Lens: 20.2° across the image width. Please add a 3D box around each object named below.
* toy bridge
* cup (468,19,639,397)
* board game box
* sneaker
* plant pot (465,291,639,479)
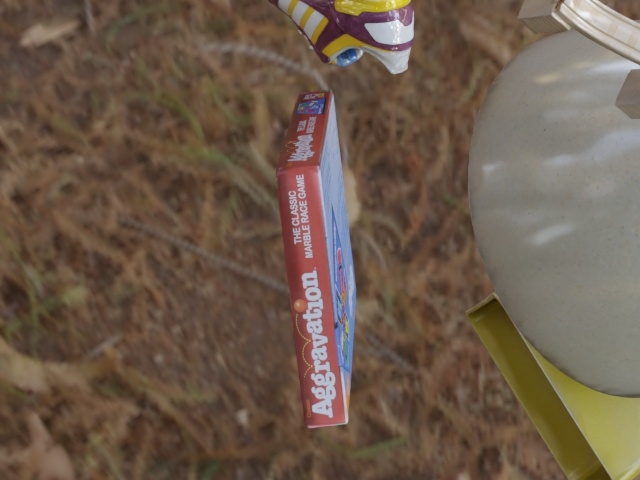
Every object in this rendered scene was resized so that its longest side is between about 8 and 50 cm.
[{"bbox_3d":[0.185,-0.080,0.952,0.063,0.188,0.026,4,63,57],"label":"toy bridge"},{"bbox_3d":[0.323,-0.048,1.495,0.331,0.237,0.331,9,73,-33],"label":"cup"},{"bbox_3d":[0.000,0.000,1.092,0.027,0.281,0.145,-7,102,3],"label":"board game box"},{"bbox_3d":[-0.003,-0.180,1.414,0.070,0.083,0.185,-22,29,-36],"label":"sneaker"},{"bbox_3d":[0.285,0.102,1.741,0.187,0.212,0.212,-32,85,-7],"label":"plant pot"}]
